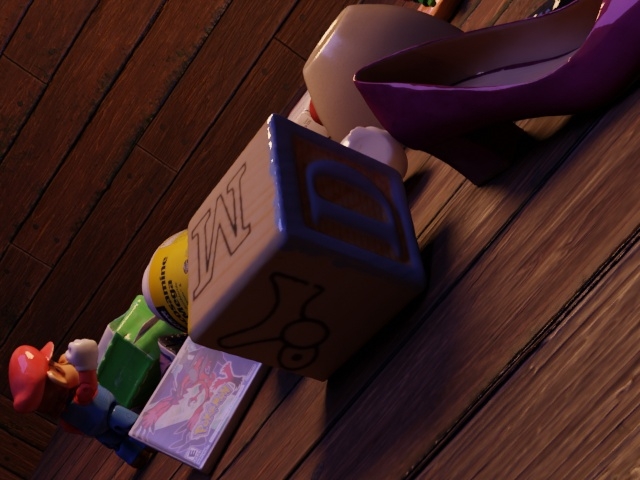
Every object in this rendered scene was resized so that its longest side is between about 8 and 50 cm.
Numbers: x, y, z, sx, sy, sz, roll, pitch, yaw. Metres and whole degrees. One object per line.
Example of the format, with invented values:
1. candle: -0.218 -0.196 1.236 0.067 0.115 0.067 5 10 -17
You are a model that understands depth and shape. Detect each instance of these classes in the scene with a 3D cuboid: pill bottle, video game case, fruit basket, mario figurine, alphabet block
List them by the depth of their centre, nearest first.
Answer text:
1. alphabet block: -0.023 0.014 1.004 0.197 0.192 0.193 -47 33 35
2. video game case: -0.179 0.232 1.335 0.183 0.023 0.201 10 62 44
3. pill bottle: -0.179 0.063 1.496 0.334 0.188 0.187 -16 40 59
4. mario figurine: -0.439 0.289 1.702 0.198 0.321 0.170 -55 12 1
5. fruit basket: -0.362 0.202 2.015 0.327 0.165 0.353 -58 -1 36

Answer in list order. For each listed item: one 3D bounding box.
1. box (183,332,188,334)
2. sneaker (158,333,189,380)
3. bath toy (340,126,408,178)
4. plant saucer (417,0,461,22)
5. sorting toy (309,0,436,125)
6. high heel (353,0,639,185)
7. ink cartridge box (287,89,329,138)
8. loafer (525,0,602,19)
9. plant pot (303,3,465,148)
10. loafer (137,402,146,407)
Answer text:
1. box: -0.188 0.138 1.751 0.270 0.060 0.216 -55 11 5
2. sneaker: -0.213 0.255 1.519 0.283 0.107 0.124 -149 62 -69
3. bath toy: 0.000 0.000 1.239 0.348 0.151 0.129 -57 -24 -8
4. plant saucer: 0.224 -0.446 1.750 0.200 0.037 0.200 -53 12 17
5. sorting toy: 0.115 -0.337 1.693 0.365 0.127 0.126 -58 45 27
6. high heel: 0.186 -0.192 0.843 0.377 0.181 0.127 -44 17 46
7. ink cartridge box: -0.022 -0.295 2.191 0.158 0.092 0.218 -48 12 35
8. loafer: 0.265 -0.227 0.931 0.078 0.076 0.223 -19 -24 -40
9. plant pot: 0.085 -0.281 1.478 0.284 0.191 0.284 -52 12 16
10. loafer: -0.453 0.381 2.189 0.148 0.050 0.056 5 64 59
